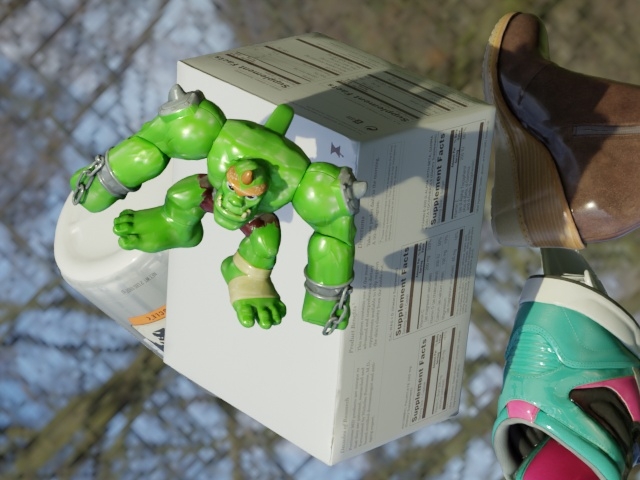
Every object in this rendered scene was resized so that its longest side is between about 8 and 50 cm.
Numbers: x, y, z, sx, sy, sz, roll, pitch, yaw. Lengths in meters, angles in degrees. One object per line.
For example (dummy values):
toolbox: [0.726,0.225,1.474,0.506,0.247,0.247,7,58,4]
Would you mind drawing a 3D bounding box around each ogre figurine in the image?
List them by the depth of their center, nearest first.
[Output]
ogre figurine: [-0.056,-0.026,1.190,0.197,0.118,0.097,38,-145,15]

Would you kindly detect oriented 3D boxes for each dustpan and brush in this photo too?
dustpan and brush: [0.310,0.090,2.041,0.147,0.060,0.211,-89,-26,-51]

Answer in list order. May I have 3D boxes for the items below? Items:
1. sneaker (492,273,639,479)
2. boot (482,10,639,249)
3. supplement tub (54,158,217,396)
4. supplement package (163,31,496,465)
sneaker: [0.250,0.173,1.573,0.295,0.178,0.124,36,158,-33]
boot: [0.244,-0.105,1.539,0.090,0.207,0.248,51,-146,-49]
supplement tub: [-0.124,0.046,2.016,0.316,0.193,0.193,43,-174,-39]
supplement package: [0.000,0.000,1.416,0.145,0.261,0.204,-16,-148,-40]
